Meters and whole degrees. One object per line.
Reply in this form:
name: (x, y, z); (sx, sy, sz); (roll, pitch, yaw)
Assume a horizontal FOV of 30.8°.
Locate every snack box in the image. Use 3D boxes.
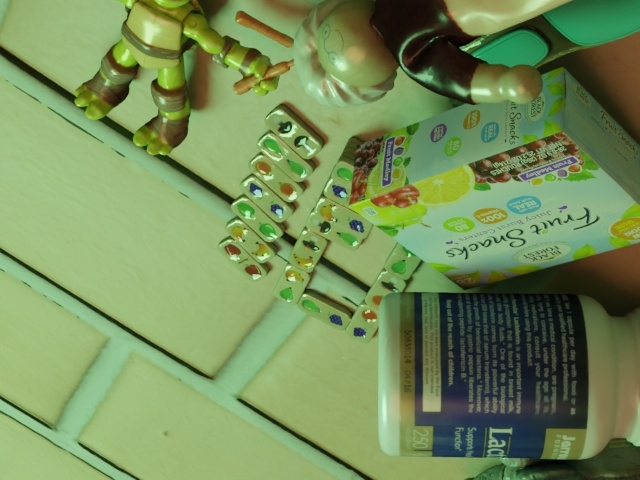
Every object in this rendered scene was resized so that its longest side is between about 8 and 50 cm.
snack box: (0.158, -0.043, 0.976); (0.207, 0.070, 0.174); (-17, 143, 37)

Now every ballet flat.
ballet flat: (0.178, -0.174, 0.874); (0.206, 0.067, 0.073); (-18, 131, 45)

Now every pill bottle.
pill bottle: (0.186, 0.124, 1.068); (0.264, 0.153, 0.153); (0, 132, 5)

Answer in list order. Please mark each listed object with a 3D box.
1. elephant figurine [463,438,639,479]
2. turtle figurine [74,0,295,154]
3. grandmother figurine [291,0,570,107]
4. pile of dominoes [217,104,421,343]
elephant figurine: (0.254, 0.255, 1.211); (0.169, 0.186, 0.239); (-23, 144, -12)
turtle figurine: (-0.156, -0.182, 1.015); (0.269, 0.087, 0.217); (22, 144, -8)
grandmother figurine: (0.098, -0.191, 0.837); (0.104, 0.208, 0.342); (8, 158, -36)
pile of dominoes: (0.000, 0.000, 1.147); (0.196, 0.040, 0.251); (27, 136, 0)
